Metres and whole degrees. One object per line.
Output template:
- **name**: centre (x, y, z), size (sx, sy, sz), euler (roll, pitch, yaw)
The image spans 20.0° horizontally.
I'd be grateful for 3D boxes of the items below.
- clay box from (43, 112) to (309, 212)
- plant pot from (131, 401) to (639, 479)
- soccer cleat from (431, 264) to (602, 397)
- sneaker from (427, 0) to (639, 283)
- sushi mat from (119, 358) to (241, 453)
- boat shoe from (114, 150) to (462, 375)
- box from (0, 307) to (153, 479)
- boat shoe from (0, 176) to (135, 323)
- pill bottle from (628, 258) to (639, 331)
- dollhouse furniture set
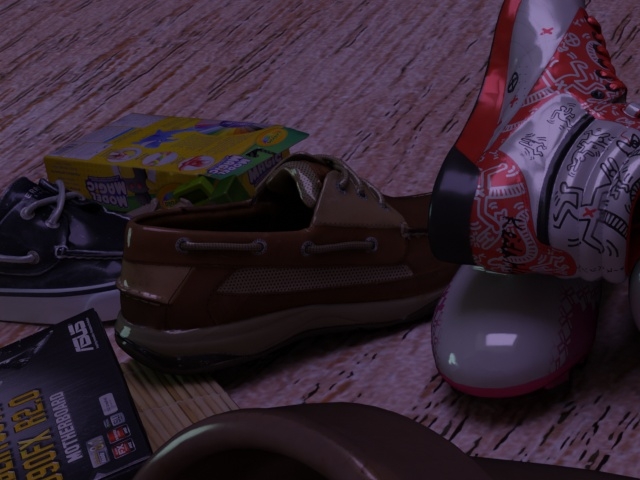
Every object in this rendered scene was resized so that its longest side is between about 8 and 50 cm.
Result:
- **clay box**: centre (-0.127, -0.067, 1.649), size (0.222, 0.053, 0.127), euler (9, 28, 37)
- **plant pot**: centre (0.070, 0.184, 0.715), size (0.229, 0.263, 0.263), euler (-4, 14, -37)
- **soccer cleat**: centre (0.148, -0.011, 1.264), size (0.116, 0.143, 0.331), euler (-1, 23, 22)
- **sneaker**: centre (0.178, -0.084, 1.198), size (0.145, 0.090, 0.270), euler (10, 54, 19)
- **sushi mat**: centre (-0.106, 0.145, 1.151), size (0.151, 0.019, 0.316), euler (-18, 22, -16)
- **boat shoe**: centre (0.000, 0.000, 1.315), size (0.324, 0.120, 0.122), euler (-16, 22, -31)
- **box**: centre (-0.197, 0.139, 1.113), size (0.183, 0.056, 0.231), euler (-22, 24, -6)
- **boat shoe**: centre (-0.224, 0.000, 1.453), size (0.301, 0.102, 0.108), euler (0, 23, 24)
- **pill bottle**: centre (0.251, 0.024, 1.197), size (0.094, 0.094, 0.169), euler (-5, 22, 12)
- **dollhouse furniture set**: centre (-0.121, -0.003, 1.525), size (0.151, 0.058, 0.076), euler (-22, 23, 25)
